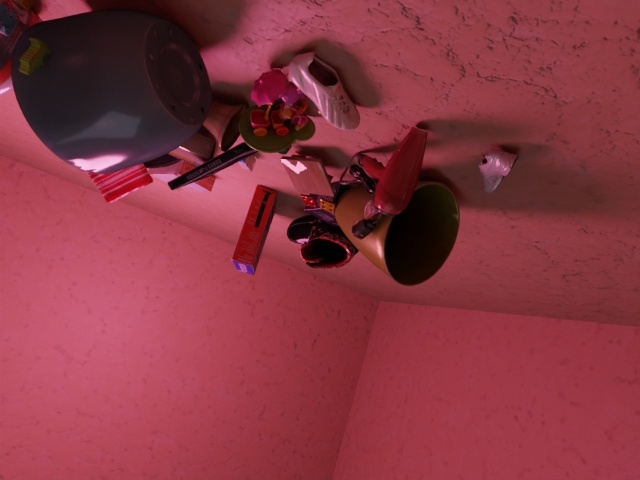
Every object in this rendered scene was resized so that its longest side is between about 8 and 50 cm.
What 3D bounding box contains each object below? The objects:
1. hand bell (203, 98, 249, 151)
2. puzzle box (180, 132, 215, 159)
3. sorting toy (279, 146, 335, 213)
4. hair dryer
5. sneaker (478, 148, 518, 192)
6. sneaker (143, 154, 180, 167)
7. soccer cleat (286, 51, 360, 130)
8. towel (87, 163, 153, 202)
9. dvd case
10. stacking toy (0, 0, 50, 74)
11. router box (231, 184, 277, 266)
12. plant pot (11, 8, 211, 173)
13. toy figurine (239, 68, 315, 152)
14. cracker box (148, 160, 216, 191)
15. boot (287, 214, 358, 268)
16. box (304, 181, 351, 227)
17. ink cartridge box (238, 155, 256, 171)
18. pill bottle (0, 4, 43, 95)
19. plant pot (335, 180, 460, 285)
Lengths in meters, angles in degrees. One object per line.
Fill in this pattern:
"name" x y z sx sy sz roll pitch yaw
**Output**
"hand bell" -0.306 -0.329 0.971 0.241 0.126 0.126 31 167 0
"puzzle box" -0.440 -0.290 1.162 0.271 0.052 0.409 21 179 -17
"sorting toy" -0.024 -0.186 1.154 0.132 0.046 0.275 11 148 31
"hair dryer" 0.131 -0.152 0.925 0.080 0.224 0.293 3 155 -36
"sneaker" 0.373 -0.153 0.879 0.061 0.054 0.152 30 167 15
"sneaker" -0.612 -0.307 1.380 0.285 0.130 0.109 -3 -168 -8
"soccer cleat" 0.021 -0.277 0.776 0.076 0.068 0.196 -1 155 47
"towel" -0.692 -0.270 1.311 0.198 0.031 0.275 -20 116 13
"dvd case" -0.260 -0.205 1.069 0.238 0.030 0.179 -22 -168 21
"stacking toy" -0.490 -0.388 0.646 0.166 0.221 0.052 20 171 6
"router box" -0.264 -0.028 1.655 0.082 0.302 0.335 18 167 -5
"plant pot" -0.356 -0.287 0.771 0.234 0.293 0.293 -4 160 21
"toy figurine" -0.082 -0.279 0.844 0.173 0.130 0.159 -2 161 -12
"cracker box" -0.549 -0.254 1.608 0.232 0.067 0.155 8 165 38
"boot" 0.000 0.000 1.510 0.376 0.138 0.284 8 -161 22
"box" 0.059 -0.113 1.339 0.155 0.093 0.158 27 163 -34
"ink cartridge box" -0.228 -0.249 1.246 0.028 0.048 0.083 14 166 14
"pill bottle" -0.727 -0.447 0.722 0.210 0.211 0.363 10 165 30
"plant pot" 0.182 -0.056 1.140 0.274 0.275 0.293 28 180 -39
